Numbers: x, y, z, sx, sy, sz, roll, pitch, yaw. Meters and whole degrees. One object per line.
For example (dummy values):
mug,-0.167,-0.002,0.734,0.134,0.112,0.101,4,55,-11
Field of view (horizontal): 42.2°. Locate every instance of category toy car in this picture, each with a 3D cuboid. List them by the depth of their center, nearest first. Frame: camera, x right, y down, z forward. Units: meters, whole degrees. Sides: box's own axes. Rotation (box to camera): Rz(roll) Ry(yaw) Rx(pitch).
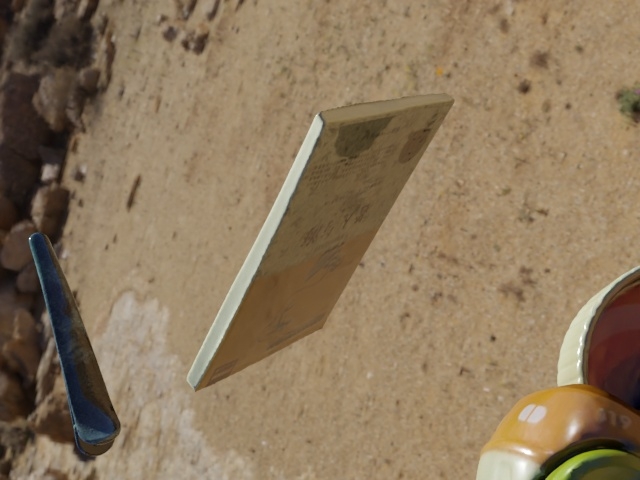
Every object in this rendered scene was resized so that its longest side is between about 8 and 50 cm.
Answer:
toy car,0.220,0.118,0.480,0.145,0.235,0.235,97,-178,-72

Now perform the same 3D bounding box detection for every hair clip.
hair clip,-0.239,0.090,0.795,0.229,0.039,0.070,70,155,16

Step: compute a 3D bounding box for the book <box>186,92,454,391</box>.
book,0.000,0.000,0.978,0.032,0.269,0.388,42,125,21
